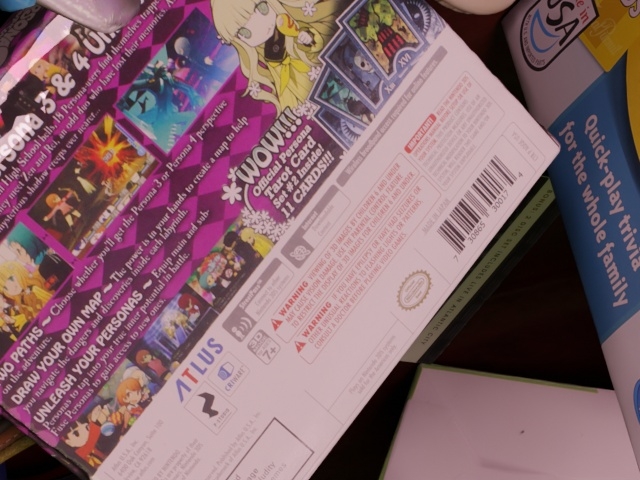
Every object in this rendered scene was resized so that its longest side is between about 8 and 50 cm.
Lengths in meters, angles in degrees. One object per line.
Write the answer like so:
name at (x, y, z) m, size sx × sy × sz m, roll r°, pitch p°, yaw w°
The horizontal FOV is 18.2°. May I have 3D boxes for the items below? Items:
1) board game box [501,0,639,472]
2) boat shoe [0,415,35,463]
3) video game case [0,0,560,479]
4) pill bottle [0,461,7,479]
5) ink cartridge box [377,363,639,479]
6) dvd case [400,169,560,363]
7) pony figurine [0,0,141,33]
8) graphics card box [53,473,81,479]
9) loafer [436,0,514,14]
board game box at (0.226, -0.087, 0.758) m, size 0.079 × 0.254 × 0.336 m, roll 15°, pitch 136°, yaw -33°
boat shoe at (-0.089, 0.013, 0.841) m, size 0.307 × 0.111 × 0.104 m, roll -27°, pitch 112°, yaw -22°
video game case at (-0.042, -0.016, 0.771) m, size 0.210 × 0.042 × 0.232 m, roll 43°, pitch 78°, yaw -28°
pill bottle at (-0.216, 0.118, 0.890) m, size 0.153 × 0.264 × 0.153 m, roll -8°, pitch 145°, yaw -6°
ink cartridge box at (0.181, 0.215, 1.218) m, size 0.207 × 0.119 × 0.353 m, roll 7°, pitch 152°, yaw 24°
dvd case at (0.000, 0.000, 1.011) m, size 0.221 × 0.018 × 0.164 m, roll 9°, pitch 138°, yaw -27°
pony figurine at (-0.160, -0.148, 0.509) m, size 0.303 × 0.351 × 0.363 m, roll 11°, pitch 114°, yaw -17°
graphics card box at (-0.093, 0.264, 1.285) m, size 0.233 × 0.094 × 0.371 m, roll -19°, pitch 145°, yaw 9°
loafer at (0.023, -0.172, 0.705) m, size 0.092 × 0.102 × 0.268 m, roll -41°, pitch 144°, yaw 8°
